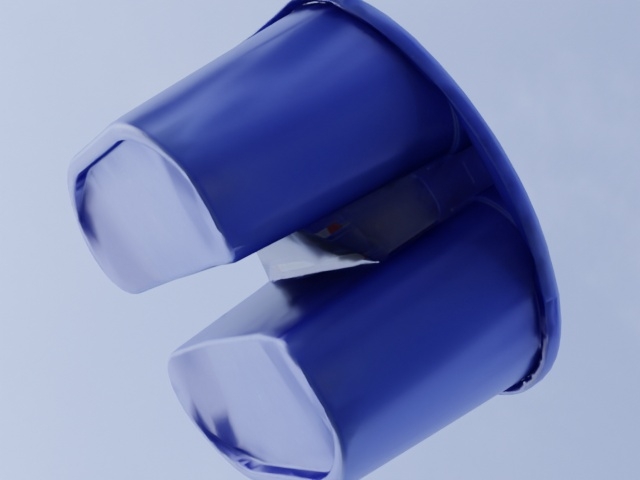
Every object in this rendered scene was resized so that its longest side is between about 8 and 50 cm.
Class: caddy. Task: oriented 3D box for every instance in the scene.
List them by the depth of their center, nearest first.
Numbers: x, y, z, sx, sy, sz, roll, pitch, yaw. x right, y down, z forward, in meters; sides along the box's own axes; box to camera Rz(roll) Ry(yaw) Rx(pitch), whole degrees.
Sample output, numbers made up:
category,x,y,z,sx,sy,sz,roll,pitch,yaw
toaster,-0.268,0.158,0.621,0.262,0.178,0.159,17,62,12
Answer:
category,x,y,z,sx,sy,sz,roll,pitch,yaw
caddy,0.000,0.000,0.819,0.241,0.179,0.341,59,-20,-5
